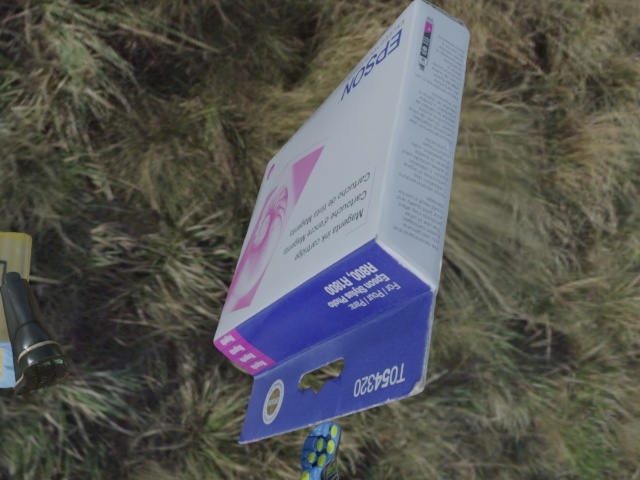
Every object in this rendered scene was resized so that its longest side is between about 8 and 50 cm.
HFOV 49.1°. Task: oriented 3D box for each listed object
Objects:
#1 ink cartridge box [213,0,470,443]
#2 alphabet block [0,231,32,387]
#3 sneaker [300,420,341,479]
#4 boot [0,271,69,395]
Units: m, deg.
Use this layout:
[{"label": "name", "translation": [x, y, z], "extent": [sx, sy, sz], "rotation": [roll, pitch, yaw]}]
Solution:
[{"label": "ink cartridge box", "translation": [0.000, 0.000, 0.645], "extent": [0.071, 0.324, 0.330], "rotation": [25, 59, -19]}, {"label": "alphabet block", "translation": [-0.571, 0.110, 1.115], "extent": [0.193, 0.192, 0.197], "rotation": [6, 56, -24]}, {"label": "sneaker", "translation": [0.002, 0.438, 1.367], "extent": [0.078, 0.067, 0.188], "rotation": [-5, 107, -61]}, {"label": "boot", "translation": [-0.421, 0.139, 1.015], "extent": [0.076, 0.198, 0.137], "rotation": [-17, 72, -35]}]
